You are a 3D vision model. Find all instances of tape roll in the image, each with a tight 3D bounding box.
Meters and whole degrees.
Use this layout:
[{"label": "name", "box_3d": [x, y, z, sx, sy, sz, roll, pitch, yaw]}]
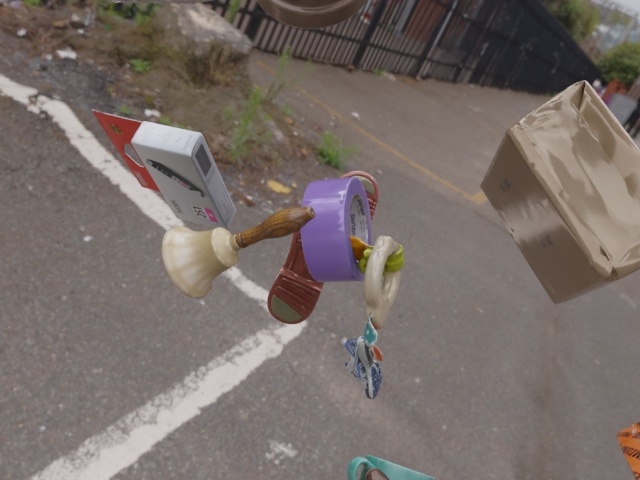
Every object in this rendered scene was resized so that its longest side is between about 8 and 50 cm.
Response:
[{"label": "tape roll", "box_3d": [0.033, -0.019, 1.157, 0.080, 0.188, 0.189, -4, 15, 18]}]

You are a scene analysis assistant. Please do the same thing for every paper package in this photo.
[{"label": "paper package", "box_3d": [0.447, -0.067, 1.139, 0.309, 0.168, 0.325, 62, 0, 15]}]

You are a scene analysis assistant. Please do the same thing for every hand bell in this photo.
[{"label": "hand bell", "box_3d": [-0.116, -0.005, 1.003, 0.126, 0.242, 0.126, 47, 31, -40]}]

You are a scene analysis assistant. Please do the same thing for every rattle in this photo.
[{"label": "rattle", "box_3d": [0.059, 0.087, 1.071, 0.143, 0.199, 0.130, 13, -11, 9]}]

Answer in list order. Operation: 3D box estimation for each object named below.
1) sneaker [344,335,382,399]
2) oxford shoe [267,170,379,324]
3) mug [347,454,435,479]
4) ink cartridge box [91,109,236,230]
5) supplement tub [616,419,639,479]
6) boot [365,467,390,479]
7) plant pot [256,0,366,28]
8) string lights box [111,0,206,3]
[{"label": "sneaker", "box_3d": [0.081, 0.247, 1.249, 0.058, 0.135, 0.052, -5, 16, 28]}, {"label": "oxford shoe", "box_3d": [0.000, 0.000, 1.440, 0.141, 0.397, 0.146, 32, 22, -6]}, {"label": "mug", "box_3d": [0.118, 0.449, 1.149, 0.158, 0.097, 0.129, 17, -16, 6]}, {"label": "ink cartridge box", "box_3d": [-0.313, -0.133, 1.274, 0.239, 0.060, 0.275, 14, -26, 15]}, {"label": "supplement tub", "box_3d": [0.454, 0.181, 0.572, 0.193, 0.316, 0.193, 51, 19, -25]}, {"label": "boot", "box_3d": [0.101, 0.346, 0.840, 0.037, 0.114, 0.106, -27, 72, -15]}, {"label": "plant pot", "box_3d": [-0.020, -0.588, 1.246, 0.263, 0.263, 0.229, 30, -13, 9]}, {"label": "string lights box", "box_3d": [-0.079, -0.286, 0.381, 0.133, 0.259, 0.077, 8, 20, 40]}]
